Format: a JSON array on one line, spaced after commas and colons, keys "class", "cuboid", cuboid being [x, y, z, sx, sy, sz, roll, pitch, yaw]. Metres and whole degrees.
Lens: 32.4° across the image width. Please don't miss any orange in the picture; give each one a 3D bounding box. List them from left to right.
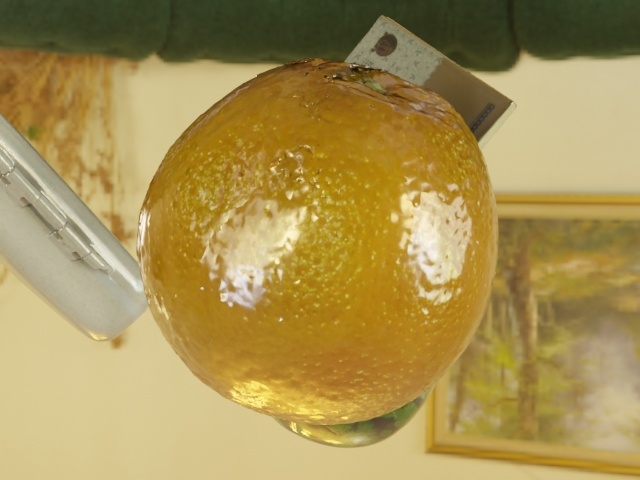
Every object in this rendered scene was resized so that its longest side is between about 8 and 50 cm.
[{"class": "orange", "cuboid": [0.000, 0.000, 0.822, 0.274, 0.274, 0.274, 0, -177, 0]}]

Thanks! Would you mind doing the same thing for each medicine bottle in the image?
[{"class": "medicine bottle", "cuboid": [-0.368, -0.043, 1.332, 0.123, 0.375, 0.282, -45, -155, -10]}]

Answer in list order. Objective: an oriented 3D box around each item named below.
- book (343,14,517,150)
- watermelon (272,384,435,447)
[{"class": "book", "cuboid": [0.081, -0.128, 1.088, 0.198, 0.138, 0.016, 42, -175, 37]}, {"class": "watermelon", "cuboid": [0.032, 0.150, 1.549, 0.285, 0.285, 0.285, 0, -177, 0]}]
